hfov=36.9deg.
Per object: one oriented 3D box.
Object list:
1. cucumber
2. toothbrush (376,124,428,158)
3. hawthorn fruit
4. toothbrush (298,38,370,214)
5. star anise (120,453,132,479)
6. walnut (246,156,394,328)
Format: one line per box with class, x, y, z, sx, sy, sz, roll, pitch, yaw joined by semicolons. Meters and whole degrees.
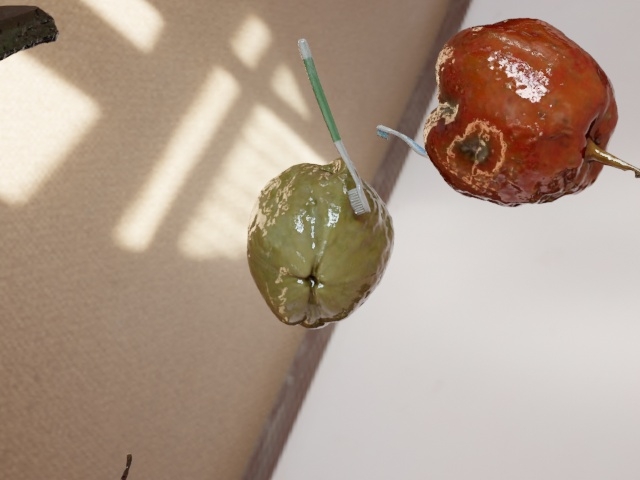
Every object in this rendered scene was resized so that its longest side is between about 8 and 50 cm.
cucumber;-0.385;-0.225;1.066;0.220;0.070;0.046;-42;150;-53
toothbrush;0.131;-0.111;1.189;0.014;0.162;0.017;-23;130;-42
hawthorn fruit;0.234;-0.118;1.013;0.207;0.243;0.207;-35;141;-35
toothbrush;0.017;-0.157;1.332;0.018;0.024;0.257;-39;110;-74
star anise;-0.214;0.351;1.144;0.097;0.070;0.190;24;63;-62
walnut;0.000;0.000;1.464;0.283;0.227;0.283;-168;-90;-89
